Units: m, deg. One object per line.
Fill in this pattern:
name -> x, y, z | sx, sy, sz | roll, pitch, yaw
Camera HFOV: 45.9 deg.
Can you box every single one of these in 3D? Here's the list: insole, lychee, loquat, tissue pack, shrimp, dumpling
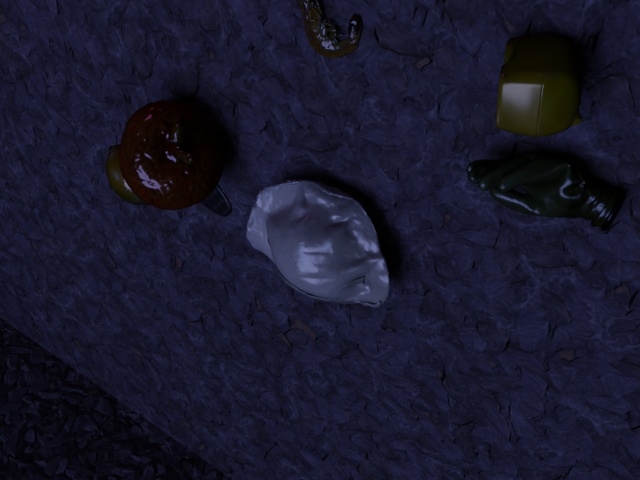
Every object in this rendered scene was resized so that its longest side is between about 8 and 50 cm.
insole -> -0.340, -0.178, 1.920 | 0.309, 0.012, 0.110 | 48, 141, -4
lychee -> -0.345, -0.193, 1.732 | 0.255, 0.255, 0.300 | 52, 172, -8
loquat -> -0.473, -0.173, 1.930 | 0.195, 0.152, 0.152 | 55, 142, 14
tissue pack -> 0.339, -0.240, 1.160 | 0.127, 0.178, 0.123 | 4, 126, 16
shrimp -> 0.014, -0.418, 1.398 | 0.124, 0.034, 0.178 | 6, 128, 34
dumpling -> 0.002, 0.002, 1.661 | 0.341, 0.181, 0.260 | 43, 136, 38

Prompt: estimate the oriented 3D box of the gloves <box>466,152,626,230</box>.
gloves -> 0.384, -0.093, 1.303 | 0.268, 0.107, 0.135 | 16, 143, 7
